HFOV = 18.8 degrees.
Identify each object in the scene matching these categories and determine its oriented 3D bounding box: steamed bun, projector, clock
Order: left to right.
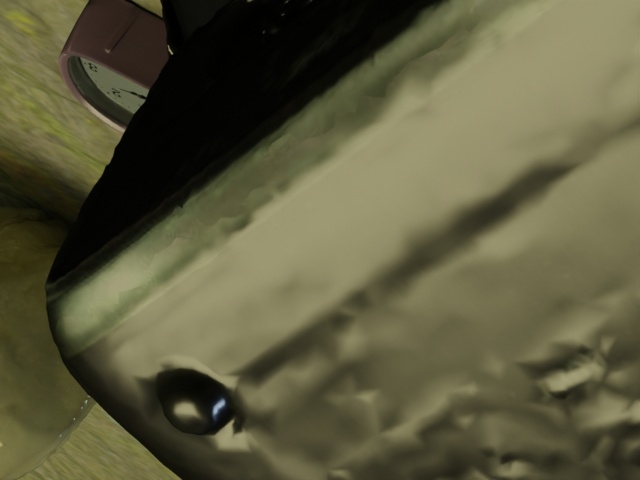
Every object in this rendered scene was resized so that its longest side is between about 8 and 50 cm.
[{"bbox_3d":[-0.312,0.085,1.643,0.203,0.276,0.289,45,165,-19],"label":"steamed bun"},{"bbox_3d":[-0.102,-0.095,1.306,0.152,0.050,0.110,28,156,11],"label":"clock"},{"bbox_3d":[0.158,0.019,0.817,0.405,0.242,0.395,41,128,-17],"label":"projector"}]

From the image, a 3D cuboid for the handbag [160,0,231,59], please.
[{"bbox_3d":[-0.037,-0.099,1.098,0.211,0.088,0.254,59,167,27],"label":"handbag"}]
